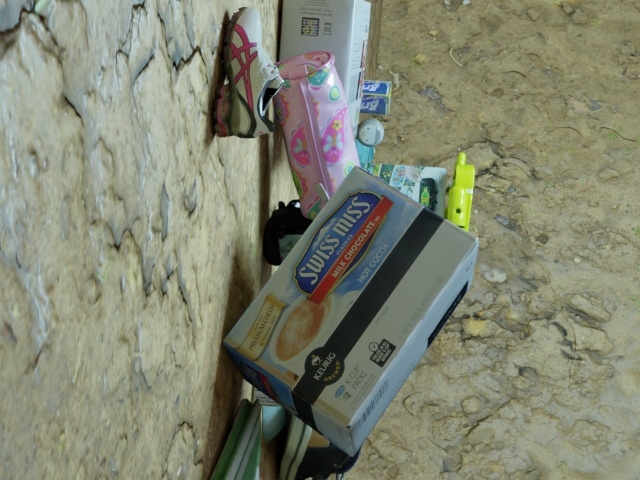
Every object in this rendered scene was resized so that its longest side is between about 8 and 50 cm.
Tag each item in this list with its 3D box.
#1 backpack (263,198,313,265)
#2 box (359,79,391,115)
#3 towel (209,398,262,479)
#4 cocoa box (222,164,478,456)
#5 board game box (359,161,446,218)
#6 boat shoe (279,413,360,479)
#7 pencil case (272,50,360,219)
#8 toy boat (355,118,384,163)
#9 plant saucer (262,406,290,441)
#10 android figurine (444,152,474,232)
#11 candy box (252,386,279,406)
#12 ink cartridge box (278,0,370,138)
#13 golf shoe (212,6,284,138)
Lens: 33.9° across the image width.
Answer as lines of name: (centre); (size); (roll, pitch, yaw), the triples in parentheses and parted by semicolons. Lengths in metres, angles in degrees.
backpack: (0.000, 0.000, 1.841); (0.152, 0.182, 0.115); (-75, 167, -63)
box: (0.071, -0.319, 2.324); (0.054, 0.169, 0.059); (-79, 171, -45)
towel: (-0.133, 0.438, 1.606); (0.248, 0.038, 0.324); (-71, 165, -62)
cocoa box: (0.051, 0.109, 1.609); (0.347, 0.228, 0.231); (-53, 164, -15)
board game box: (0.129, -0.060, 2.399); (0.097, 0.303, 0.224); (86, 10, -60)
boat shoe: (0.005, 0.404, 2.129); (0.500, 0.156, 0.186); (106, -6, -70)
pencil case: (-0.004, -0.168, 1.742); (0.124, 0.124, 0.284); (-74, 154, -61)
toy boat: (0.085, -0.196, 2.617); (0.318, 0.148, 0.267); (83, 13, -60)
plant saucer: (-0.076, 0.287, 2.002); (0.195, 0.037, 0.194); (4, 90, -83)
android figurine: (0.311, -0.061, 2.397); (0.248, 0.056, 0.272); (69, 27, -81)
candy box: (-0.080, 0.192, 1.842); (0.109, 0.053, 0.186); (31, 64, -84)
ink cartridge box: (0.006, -0.312, 1.934); (0.309, 0.130, 0.271); (-54, 149, -77)
golf shoe: (-0.087, -0.217, 1.370); (0.067, 0.086, 0.186); (69, 24, -72)
